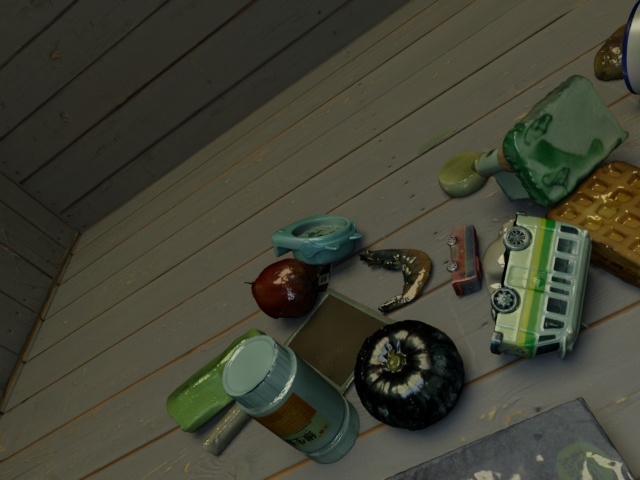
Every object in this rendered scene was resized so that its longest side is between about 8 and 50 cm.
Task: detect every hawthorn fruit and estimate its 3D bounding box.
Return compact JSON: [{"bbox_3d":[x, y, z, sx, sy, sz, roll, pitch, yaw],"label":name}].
[{"bbox_3d":[-0.121,0.139,1.467,0.235,0.181,0.181,4,52,24],"label":"hawthorn fruit"}]

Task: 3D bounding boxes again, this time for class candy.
[{"bbox_3d":[-0.276,0.392,1.411,0.343,0.132,0.142,-39,-9,-1],"label":"candy"}]

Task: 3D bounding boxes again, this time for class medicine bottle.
[{"bbox_3d":[-0.059,0.342,1.069,0.158,0.318,0.158,-25,36,20],"label":"medicine bottle"}]

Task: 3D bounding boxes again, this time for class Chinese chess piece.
[{"bbox_3d":[0.413,-0.191,1.446,0.144,0.058,0.144,-28,35,22],"label":"Chinese chess piece"}]

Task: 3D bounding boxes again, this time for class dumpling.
[{"bbox_3d":[0.447,0.041,1.129,0.150,0.092,0.176,14,56,35],"label":"dumpling"}]

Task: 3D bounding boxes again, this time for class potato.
[{"bbox_3d":[0.848,-0.544,1.400,0.164,0.081,0.200,13,58,52],"label":"potato"}]

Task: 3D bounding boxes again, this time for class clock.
[{"bbox_3d":[0.000,0.000,1.538,0.223,0.094,0.274,-25,25,-33],"label":"clock"},{"bbox_3d":[0.820,-0.475,1.212,0.083,0.230,0.230,15,62,47],"label":"clock"}]

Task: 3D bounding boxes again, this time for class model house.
[{"bbox_3d":[0.505,-0.217,1.232,0.267,0.194,0.325,-41,6,-10],"label":"model house"}]

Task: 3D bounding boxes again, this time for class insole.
[{"bbox_3d":[0.390,-0.340,1.685,0.152,0.002,0.053,-31,35,14],"label":"insole"}]

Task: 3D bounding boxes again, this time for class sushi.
[{"bbox_3d":[-0.057,0.098,1.594,0.210,0.040,0.193,-15,42,33],"label":"sushi"}]

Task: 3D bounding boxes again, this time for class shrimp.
[{"bbox_3d":[0.172,0.101,1.358,0.262,0.051,0.198,8,57,45],"label":"shrimp"}]

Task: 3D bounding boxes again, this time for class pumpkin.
[{"bbox_3d":[0.181,0.278,1.045,0.233,0.163,0.233,-20,47,23],"label":"pumpkin"}]

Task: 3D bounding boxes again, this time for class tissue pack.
[{"bbox_3d":[0.299,0.455,0.764,0.394,0.124,0.288,-31,35,15],"label":"tissue pack"}]

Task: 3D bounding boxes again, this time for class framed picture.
[{"bbox_3d":[0.041,0.260,1.335,0.231,0.018,0.293,-50,34,-14],"label":"framed picture"}]

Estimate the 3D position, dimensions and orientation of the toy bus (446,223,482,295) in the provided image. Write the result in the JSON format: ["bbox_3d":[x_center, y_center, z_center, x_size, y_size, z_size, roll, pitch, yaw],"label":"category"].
[{"bbox_3d":[0.355,0.044,1.231,0.077,0.065,0.192,-13,42,24],"label":"toy bus"}]

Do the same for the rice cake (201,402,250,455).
[{"bbox_3d":[-0.208,0.456,1.325,0.256,0.057,0.052,-48,17,-10],"label":"rice cake"}]

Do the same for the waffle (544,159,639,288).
[{"bbox_3d":[0.646,-0.026,0.998,0.224,0.098,0.328,-42,35,0],"label":"waffle"}]

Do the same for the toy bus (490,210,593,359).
[{"bbox_3d":[0.428,0.097,0.981,0.164,0.133,0.276,10,73,24],"label":"toy bus"}]
